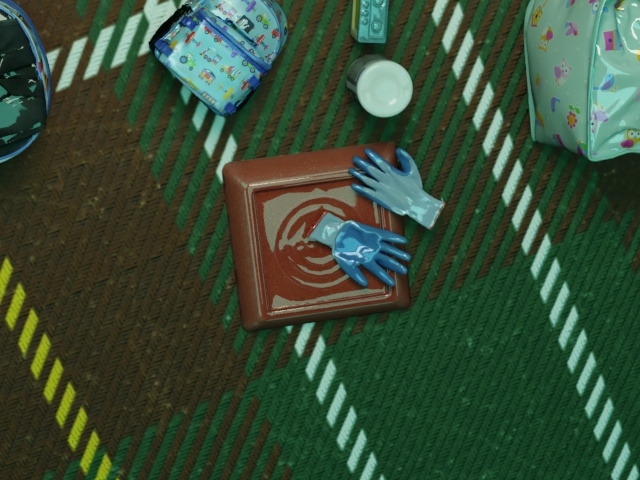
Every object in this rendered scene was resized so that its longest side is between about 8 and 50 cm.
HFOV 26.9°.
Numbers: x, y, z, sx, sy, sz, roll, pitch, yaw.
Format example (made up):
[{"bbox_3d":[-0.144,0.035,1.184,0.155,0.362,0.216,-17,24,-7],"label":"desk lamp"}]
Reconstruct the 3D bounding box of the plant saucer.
[{"bbox_3d":[0.000,0.000,1.951,0.259,0.048,0.259,-8,103,-7],"label":"plant saucer"}]

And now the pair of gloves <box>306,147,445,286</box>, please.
[{"bbox_3d":[0.085,-0.034,1.920,0.159,0.023,0.198,32,97,-14],"label":"pair of gloves"}]

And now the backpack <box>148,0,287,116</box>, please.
[{"bbox_3d":[-0.127,-0.274,1.832,0.173,0.117,0.158,-45,106,0],"label":"backpack"}]

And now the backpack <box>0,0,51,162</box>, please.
[{"bbox_3d":[-0.485,-0.202,1.746,0.263,0.213,0.276,-9,111,2],"label":"backpack"}]

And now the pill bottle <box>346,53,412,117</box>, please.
[{"bbox_3d":[0.078,-0.218,1.864,0.078,0.137,0.078,-2,104,-7],"label":"pill bottle"}]

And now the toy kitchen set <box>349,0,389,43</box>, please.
[{"bbox_3d":[-0.005,-0.357,1.826,0.207,0.122,0.166,2,103,-9],"label":"toy kitchen set"}]

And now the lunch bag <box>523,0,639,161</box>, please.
[{"bbox_3d":[0.386,-0.257,1.858,0.160,0.223,0.262,-7,102,-13],"label":"lunch bag"}]
